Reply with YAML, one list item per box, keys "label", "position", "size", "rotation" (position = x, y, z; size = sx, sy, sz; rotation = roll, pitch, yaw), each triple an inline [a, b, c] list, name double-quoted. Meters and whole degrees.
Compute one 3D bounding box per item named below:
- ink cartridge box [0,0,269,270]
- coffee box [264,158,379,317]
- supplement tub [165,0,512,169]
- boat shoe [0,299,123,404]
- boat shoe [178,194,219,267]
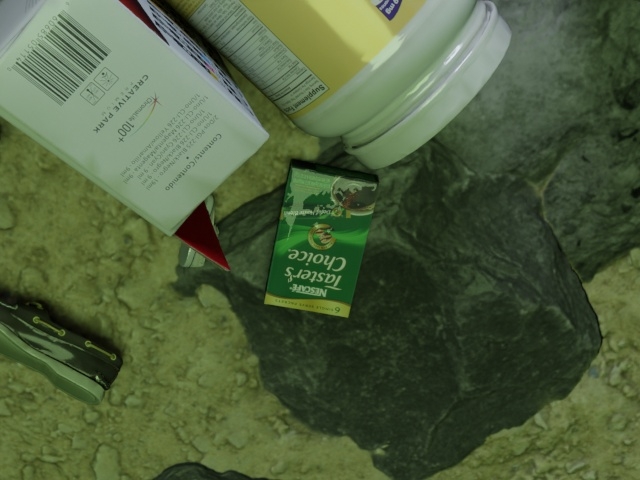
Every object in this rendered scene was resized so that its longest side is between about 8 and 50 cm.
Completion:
- label: "ink cartridge box"
  position: [-0.168, -0.150, 0.784]
  size: [0.130, 0.309, 0.272]
  rotation: [-44, 122, 9]
- label: "coffee box"
  position: [0.000, 0.000, 1.008]
  size: [0.113, 0.040, 0.184]
  rotation: [11, 111, -6]
- label: "supplement tub"
  position: [0.000, -0.253, 0.800]
  size: [0.331, 0.241, 0.241]
  rotation: [42, 105, -16]
- label: "boat shoe"
  position: [-0.358, 0.120, 1.034]
  size: [0.228, 0.068, 0.081]
  rotation: [36, 146, -10]
- label: "boat shoe"
  position: [-0.143, -0.011, 1.007]
  size: [0.035, 0.035, 0.100]
  rotation: [8, 110, -34]
